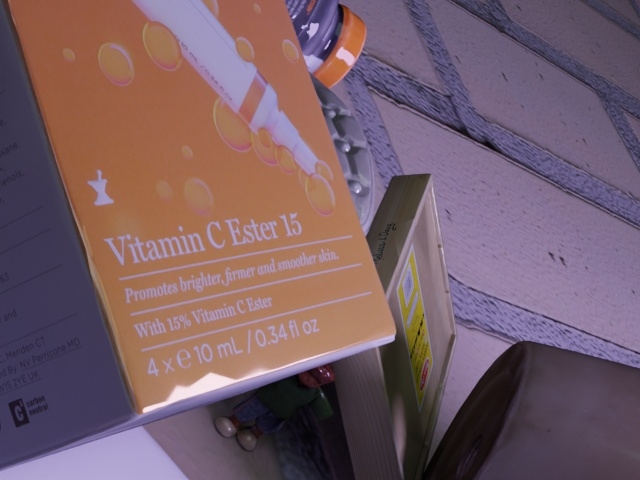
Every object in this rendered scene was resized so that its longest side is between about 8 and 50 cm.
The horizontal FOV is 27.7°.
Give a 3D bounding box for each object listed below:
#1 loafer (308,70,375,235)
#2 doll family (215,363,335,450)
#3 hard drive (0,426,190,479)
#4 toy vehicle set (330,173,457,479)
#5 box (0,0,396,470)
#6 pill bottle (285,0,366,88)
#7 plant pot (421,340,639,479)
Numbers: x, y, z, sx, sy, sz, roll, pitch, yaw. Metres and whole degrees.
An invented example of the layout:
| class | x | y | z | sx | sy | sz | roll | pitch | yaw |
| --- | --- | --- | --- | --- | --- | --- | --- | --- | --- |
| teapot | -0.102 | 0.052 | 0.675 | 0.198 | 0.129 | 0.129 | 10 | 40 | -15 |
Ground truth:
| class | x | y | z | sx | sy | sz | roll | pitch | yaw |
| --- | --- | --- | --- | --- | --- | --- | --- | --- | --- |
| loafer | -0.047 | -0.089 | 1.053 | 0.112 | 0.111 | 0.319 | 0 | 42 | -26 |
| doll family | -0.066 | 0.052 | 0.883 | 0.193 | 0.111 | 0.076 | 38 | 30 | -20 |
| hard drive | -0.156 | 0.152 | 0.704 | 0.318 | 0.040 | 0.210 | 49 | 28 | -1 |
| toy vehicle set | 0.063 | 0.075 | 1.023 | 0.267 | 0.035 | 0.166 | -63 | 146 | -60 |
| box | -0.131 | -0.072 | 0.686 | 0.215 | 0.168 | 0.345 | -12 | 81 | -54 |
| pill bottle | -0.072 | -0.236 | 1.214 | 0.246 | 0.130 | 0.130 | 32 | 32 | -28 |
| plant pot | 0.221 | 0.219 | 0.923 | 0.280 | 0.323 | 0.323 | 30 | 30 | -2 |
